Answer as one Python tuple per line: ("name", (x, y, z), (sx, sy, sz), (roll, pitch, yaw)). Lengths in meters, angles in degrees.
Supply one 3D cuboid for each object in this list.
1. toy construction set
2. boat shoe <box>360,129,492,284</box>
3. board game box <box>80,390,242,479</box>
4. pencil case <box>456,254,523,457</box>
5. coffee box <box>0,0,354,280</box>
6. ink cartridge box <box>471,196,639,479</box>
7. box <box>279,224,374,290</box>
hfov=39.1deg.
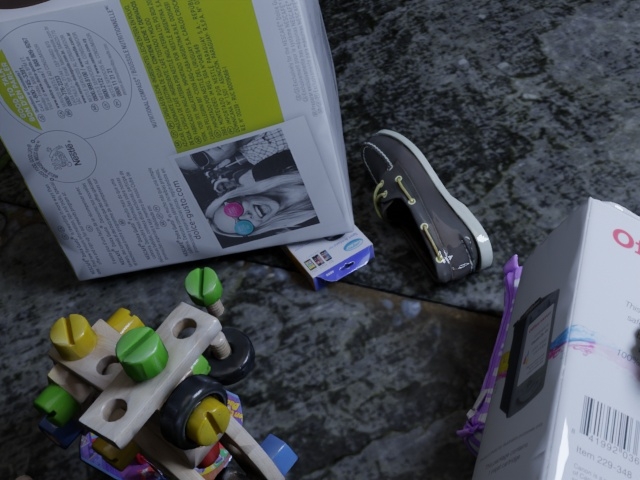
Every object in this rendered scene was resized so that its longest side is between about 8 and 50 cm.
("toy construction set", (-0.190, 0.148, 0.760), (0.308, 0.237, 0.257), (-29, 56, -10))
("boat shoe", (0.101, -0.042, 1.015), (0.068, 0.081, 0.228), (-25, 51, -16))
("board game box", (-0.163, 0.181, 0.904), (0.168, 0.033, 0.133), (20, 56, 26))
("pencil case", (0.191, 0.118, 0.850), (0.088, 0.086, 0.206), (26, 53, -2))
("coffee box", (-0.165, -0.210, 1.024), (0.334, 0.338, 0.338), (-11, 43, 5))
("ink cartridge box", (0.258, 0.151, 0.723), (0.226, 0.131, 0.306), (28, 51, -6))
("box", (0.000, 0.000, 1.036), (0.081, 0.028, 0.136), (-29, 52, -14))
